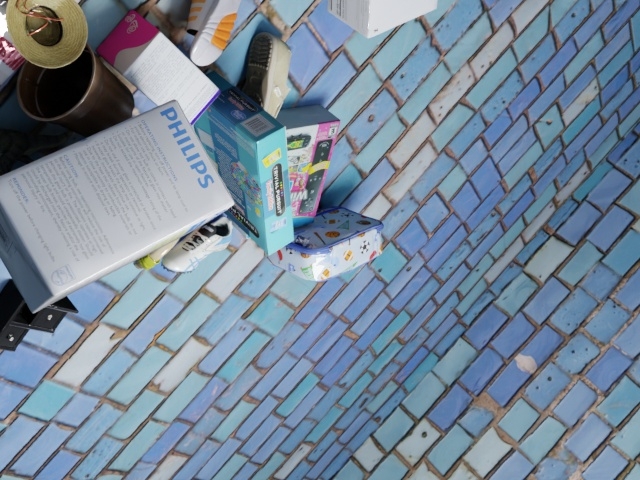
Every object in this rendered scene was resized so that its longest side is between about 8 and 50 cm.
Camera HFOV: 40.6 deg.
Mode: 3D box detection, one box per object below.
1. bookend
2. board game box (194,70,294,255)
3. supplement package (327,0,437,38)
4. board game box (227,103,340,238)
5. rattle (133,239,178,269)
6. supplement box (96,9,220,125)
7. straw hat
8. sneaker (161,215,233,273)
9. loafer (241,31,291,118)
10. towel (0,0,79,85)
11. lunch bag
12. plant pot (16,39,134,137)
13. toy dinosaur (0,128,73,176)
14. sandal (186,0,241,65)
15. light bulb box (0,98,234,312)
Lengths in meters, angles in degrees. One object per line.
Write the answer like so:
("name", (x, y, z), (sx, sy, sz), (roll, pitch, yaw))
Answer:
("bookend", (-0.643, 0.180, 1.888), (0.157, 0.072, 0.156), (-52, 147, 7))
("board game box", (-0.171, -0.167, 1.905), (0.079, 0.254, 0.336), (-32, 144, -24))
("supplement package", (0.136, -0.596, 1.808), (0.204, 0.145, 0.262), (-29, 143, -25))
("board game box", (-0.091, -0.171, 2.136), (0.224, 0.097, 0.303), (-15, 135, -38))
("rattle", (-0.380, -0.037, 2.004), (0.200, 0.142, 0.130), (-50, -178, -24))
("supplement box", (-0.315, -0.331, 1.703), (0.114, 0.111, 0.220), (-49, 147, 1))
("straw hat", (-0.474, -0.364, 1.477), (0.144, 0.061, 0.145), (-4, 96, -35))
("sneaker", (-0.295, 0.008, 2.068), (0.237, 0.085, 0.086), (-37, 148, -51))
("loafer", (-0.119, -0.325, 1.927), (0.092, 0.102, 0.269), (-8, 123, -43))
("towel", (-0.565, -0.371, 1.448), (0.329, 0.037, 0.237), (-47, 148, -2))
("lunch bag", (0.000, 0.000, 2.293), (0.303, 0.243, 0.115), (-18, 120, -39))
("plant pot", (-0.440, -0.268, 1.597), (0.167, 0.167, 0.165), (-49, 155, 2))
("toy dinosaur", (-0.575, -0.164, 1.630), (0.268, 0.064, 0.118), (-10, 125, -48))
("sandal", (-0.210, -0.472, 1.725), (0.265, 0.076, 0.102), (-67, 163, -9))
("light bulb box", (-0.411, -0.054, 1.623), (0.361, 0.225, 0.358), (-30, -176, -26))
